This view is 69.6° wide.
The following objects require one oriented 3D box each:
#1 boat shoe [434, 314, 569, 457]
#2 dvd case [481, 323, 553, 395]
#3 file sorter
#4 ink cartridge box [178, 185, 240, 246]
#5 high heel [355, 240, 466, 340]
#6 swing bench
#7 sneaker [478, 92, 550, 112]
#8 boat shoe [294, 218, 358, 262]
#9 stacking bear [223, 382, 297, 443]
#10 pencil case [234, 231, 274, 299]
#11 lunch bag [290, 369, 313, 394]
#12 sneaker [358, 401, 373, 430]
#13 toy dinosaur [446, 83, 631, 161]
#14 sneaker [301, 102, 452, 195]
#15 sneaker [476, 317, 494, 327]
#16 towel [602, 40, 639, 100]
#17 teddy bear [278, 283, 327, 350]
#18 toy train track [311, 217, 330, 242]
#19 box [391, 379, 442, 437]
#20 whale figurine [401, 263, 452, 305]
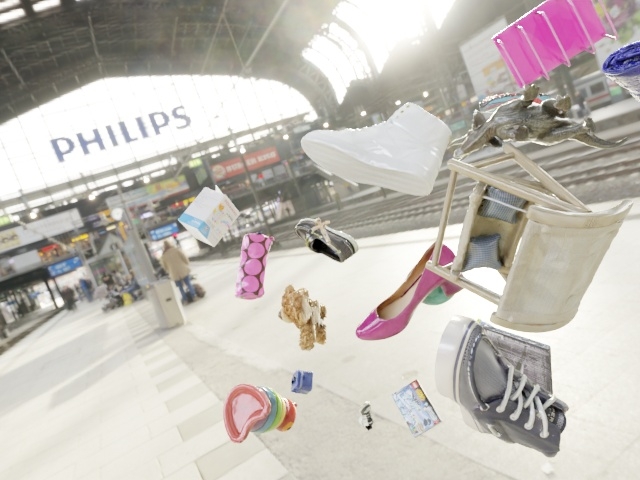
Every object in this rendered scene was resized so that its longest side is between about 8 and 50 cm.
[{"bbox_3d":[0.290,0.229,0.703,0.158,0.340,0.127,12,64,36],"label":"boat shoe"},{"bbox_3d":[0.480,0.316,1.121,0.018,0.221,0.164,-33,30,-32],"label":"dvd case"},{"bbox_3d":[0.734,-0.635,1.453,0.290,0.202,0.182,-30,18,27],"label":"file sorter"},{"bbox_3d":[-0.305,-0.074,1.293,0.090,0.092,0.143,22,68,33],"label":"ink cartridge box"},{"bbox_3d":[0.230,0.147,1.342,0.377,0.181,0.127,-35,29,9],"label":"high heel"},{"bbox_3d":[0.346,0.003,0.816,0.165,0.253,0.255,-19,42,-23],"label":"swing bench"},{"bbox_3d":[0.647,-0.421,1.523,0.262,0.125,0.104,-5,13,-14],"label":"sneaker"},{"bbox_3d":[0.000,0.000,1.297,0.227,0.081,0.068,21,51,40],"label":"boat shoe"},{"bbox_3d":[-0.185,0.593,1.594,0.175,0.164,0.289,-48,-38,4],"label":"stacking bear"},{"bbox_3d":[-0.205,0.081,1.429,0.098,0.209,0.095,6,-15,0],"label":"pencil case"},{"bbox_3d":[-0.066,0.474,1.543,0.065,0.067,0.098,10,-33,-11],"label":"lunch bag"},{"bbox_3d":[0.109,0.402,1.055,0.032,0.083,0.037,-24,43,-23],"label":"sneaker"},{"bbox_3d":[0.412,-0.223,0.874,0.313,0.121,0.160,-4,7,4],"label":"toy dinosaur"},{"bbox_3d":[0.118,-0.208,0.954,0.292,0.169,0.108,20,-20,20],"label":"sneaker"},{"bbox_3d":[0.447,0.272,1.275,0.059,0.144,0.053,18,57,20],"label":"sneaker"},{"bbox_3d":[0.762,-0.349,0.952,0.308,0.076,0.227,7,3,-39],"label":"towel"},{"bbox_3d":[-0.061,0.283,1.698,0.113,0.245,0.338,-11,-9,17],"label":"teddy bear"},{"bbox_3d":[0.005,-0.027,1.091,0.048,0.014,0.083,-26,48,1],"label":"toy train track"},{"bbox_3d":[0.285,0.498,1.370,0.094,0.137,0.027,-35,-32,10],"label":"box"},{"bbox_3d":[0.363,0.140,1.530,0.216,0.141,0.272,-55,2,-16],"label":"whale figurine"}]
